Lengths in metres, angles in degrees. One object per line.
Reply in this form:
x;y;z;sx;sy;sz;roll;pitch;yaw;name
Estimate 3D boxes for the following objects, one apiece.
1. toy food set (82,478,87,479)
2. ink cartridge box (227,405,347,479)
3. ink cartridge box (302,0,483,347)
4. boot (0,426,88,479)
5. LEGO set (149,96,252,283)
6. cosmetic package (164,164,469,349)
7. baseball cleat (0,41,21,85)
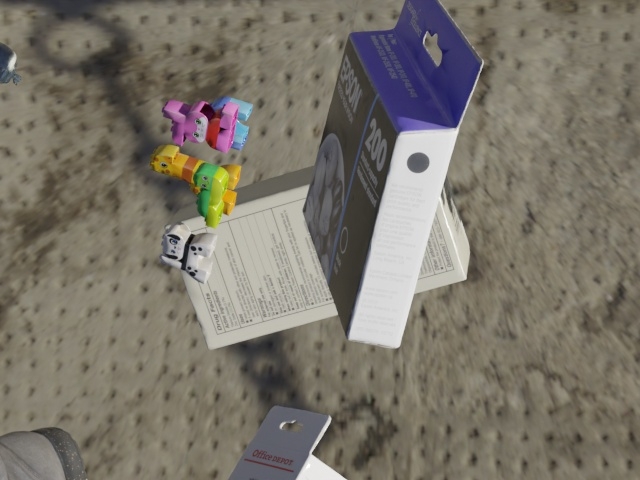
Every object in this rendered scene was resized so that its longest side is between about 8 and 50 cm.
-0.259;0.235;1.242;0.122;0.078;0.019;-9;113;16;toy food set
-0.041;0.238;1.283;0.060;0.104;0.180;41;70;-26;ink cartridge box
0.042;-0.066;1.021;0.045;0.206;0.208;10;114;-14;ink cartridge box
-0.323;0.362;1.614;0.118;0.223;0.338;-33;73;19;boot
-0.133;-0.075;1.492;0.093;0.087;0.227;18;132;6;LEGO set
0.000;0.000;1.676;0.310;0.113;0.160;-15;103;13;cosmetic package
-0.338;-0.149;1.245;0.109;0.206;0.072;45;58;-27;baseball cleat
